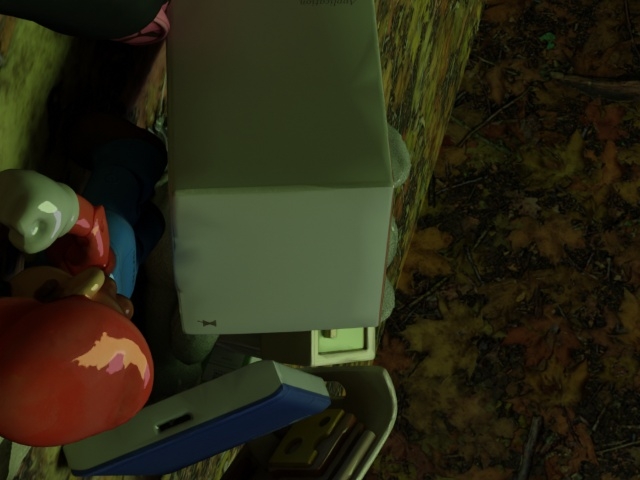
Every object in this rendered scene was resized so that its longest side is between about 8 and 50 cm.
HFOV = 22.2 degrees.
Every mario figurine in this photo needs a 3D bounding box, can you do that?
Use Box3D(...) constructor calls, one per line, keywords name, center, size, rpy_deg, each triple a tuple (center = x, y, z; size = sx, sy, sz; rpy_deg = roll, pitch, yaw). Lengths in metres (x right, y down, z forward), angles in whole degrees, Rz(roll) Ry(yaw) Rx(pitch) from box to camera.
Box3D(name="mario figurine", center=(-0.206, 0.024, 1.195), size=(0.198, 0.170, 0.320), rpy_deg=(58, 20, -23))

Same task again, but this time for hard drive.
Box3D(name="hard drive", center=(-0.111, 0.182, 1.624), size=(0.319, 0.210, 0.040), rpy_deg=(44, 24, -79))

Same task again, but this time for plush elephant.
Box3D(name="plush elephant", center=(-0.033, 0.004, 1.620), size=(0.330, 0.255, 0.272), rpy_deg=(90, 16, -53))

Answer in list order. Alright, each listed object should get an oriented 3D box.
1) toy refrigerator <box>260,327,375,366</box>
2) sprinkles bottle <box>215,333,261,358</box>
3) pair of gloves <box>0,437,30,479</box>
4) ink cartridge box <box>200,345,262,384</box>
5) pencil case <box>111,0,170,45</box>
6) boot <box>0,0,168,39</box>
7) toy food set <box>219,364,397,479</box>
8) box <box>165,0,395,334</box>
Box3D(name="toy refrigerator", center=(0.000, 0.000, 1.810), size=(0.102, 0.094, 0.269), rpy_deg=(-2, 93, -44))
Box3D(name="sprinkles bottle", center=(-0.040, -0.040, 1.918), size=(0.121, 0.121, 0.355), rpy_deg=(64, 41, -75))
Box3D(name="pair of gloves", center=(-0.260, 0.236, 1.280), size=(0.204, 0.042, 0.240), rpy_deg=(-53, 155, -68))
Box3D(name="ink cartridge box", center=(-0.091, 0.117, 2.017), size=(0.109, 0.062, 0.209), rpy_deg=(86, 20, -60))
Box3D(name="pencil case", center=(-0.130, -0.252, 1.217), size=(0.098, 0.095, 0.209), rpy_deg=(7, -96, 67))
Box3D(name="boot", center=(-0.217, -0.040, 0.815), size=(0.367, 0.146, 0.445), rpy_deg=(56, 44, -64))
Box3D(name="toy food set", center=(-0.070, 0.257, 1.787), size=(0.092, 0.220, 0.306), rpy_deg=(53, 53, -25))
Box3D(name="box", center=(-0.040, -0.124, 1.343), size=(0.215, 0.168, 0.345), rpy_deg=(92, -5, -58))
